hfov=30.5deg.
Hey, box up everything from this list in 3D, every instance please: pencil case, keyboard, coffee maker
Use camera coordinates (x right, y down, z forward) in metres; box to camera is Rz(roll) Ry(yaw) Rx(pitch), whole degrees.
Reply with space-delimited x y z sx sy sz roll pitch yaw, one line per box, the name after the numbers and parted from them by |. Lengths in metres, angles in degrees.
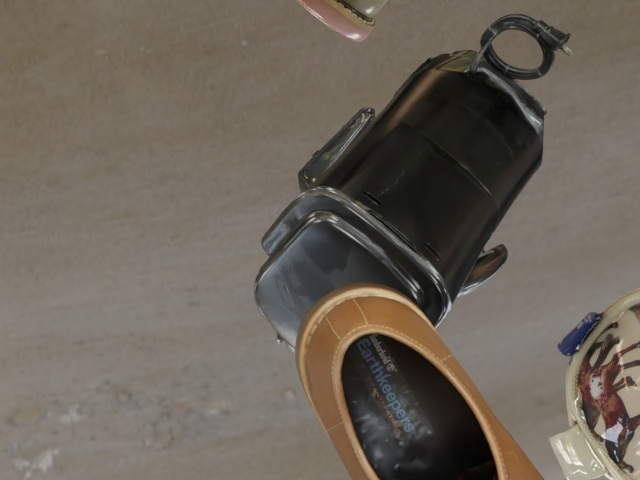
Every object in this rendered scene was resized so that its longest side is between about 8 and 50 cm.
0.344 0.105 1.021 0.183 0.160 0.410 -24 171 30 | pencil case
0.000 0.000 1.297 0.201 0.033 0.317 -52 160 -20 | keyboard
0.052 -0.031 0.686 0.120 0.178 0.171 23 131 15 | coffee maker

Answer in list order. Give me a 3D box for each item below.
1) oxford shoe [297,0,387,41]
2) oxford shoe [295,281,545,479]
0.022 -0.309 0.920 0.140 0.397 0.146 33 125 -31 | oxford shoe
0.060 0.113 0.416 0.076 0.212 0.076 -37 -176 -1 | oxford shoe
